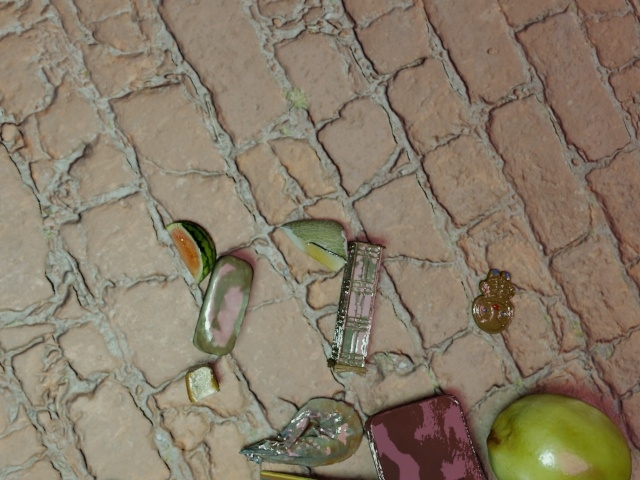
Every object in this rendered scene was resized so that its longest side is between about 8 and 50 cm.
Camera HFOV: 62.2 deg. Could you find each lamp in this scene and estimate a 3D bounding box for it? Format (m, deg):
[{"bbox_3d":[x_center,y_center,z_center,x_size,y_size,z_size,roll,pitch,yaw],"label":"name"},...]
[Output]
[{"bbox_3d":[0.088,0.165,1.329,0.090,0.089,0.326,9,85,-12],"label":"lamp"}]

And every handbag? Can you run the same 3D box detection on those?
[{"bbox_3d":[0.259,0.543,1.321,0.259,0.084,0.276,-13,75,-13],"label":"handbag"}]

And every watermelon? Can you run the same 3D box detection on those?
[{"bbox_3d":[-0.296,0.015,1.263,0.086,0.069,0.163,-30,92,-12],"label":"watermelon"}]

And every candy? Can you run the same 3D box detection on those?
[{"bbox_3d":[-0.228,0.151,1.253,0.102,0.104,0.234,19,84,-13],"label":"candy"}]

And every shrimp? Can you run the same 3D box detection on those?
[{"bbox_3d":[-0.042,0.476,1.305,0.316,0.062,0.165,-1,84,-16],"label":"shrimp"}]

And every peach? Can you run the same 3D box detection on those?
[{"bbox_3d":[0.592,0.540,1.325,0.315,0.281,0.314,42,86,1],"label":"peach"}]

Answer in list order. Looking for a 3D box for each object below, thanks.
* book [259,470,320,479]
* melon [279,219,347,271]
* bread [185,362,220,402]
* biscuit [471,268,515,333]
[{"bbox_3d":[0.023,0.709,1.253,0.373,0.028,0.263,5,86,12],"label":"book"},{"bbox_3d":[0.002,-0.005,1.331,0.202,0.093,0.139,30,52,19],"label":"melon"},{"bbox_3d":[-0.282,0.332,1.247,0.076,0.083,0.070,-22,89,-12],"label":"bread"},{"bbox_3d":[0.474,0.167,1.442,0.124,0.026,0.175,11,86,-12],"label":"biscuit"}]
